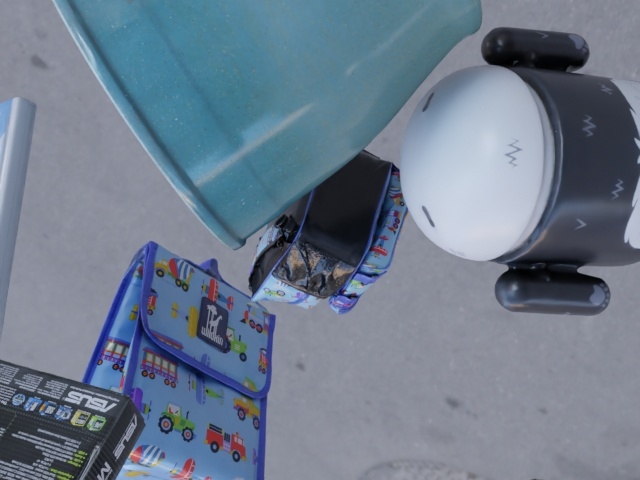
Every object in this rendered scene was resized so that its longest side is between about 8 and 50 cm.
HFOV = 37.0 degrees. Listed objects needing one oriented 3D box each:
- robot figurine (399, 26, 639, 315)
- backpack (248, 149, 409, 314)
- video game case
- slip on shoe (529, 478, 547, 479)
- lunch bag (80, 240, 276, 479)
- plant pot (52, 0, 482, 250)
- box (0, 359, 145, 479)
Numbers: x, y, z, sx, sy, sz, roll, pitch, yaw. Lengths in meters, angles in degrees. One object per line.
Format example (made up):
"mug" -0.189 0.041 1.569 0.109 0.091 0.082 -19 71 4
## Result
"robot figurine" 0.204 -0.062 0.840 0.278 0.209 0.174 2 132 -24
"backpack" 0.000 0.000 0.965 0.116 0.158 0.173 26 142 -8
"video game case" -0.327 -0.006 0.836 0.193 0.213 0.023 -10 159 38
"slip on shoe" 0.077 0.152 0.438 0.041 0.051 0.135 34 142 32
"lunch bag" -0.168 0.158 1.191 0.138 0.293 0.221 -20 140 42
"plant pot" -0.030 -0.173 0.724 0.255 0.272 0.272 -32 120 3
"box" -0.246 0.170 0.660 0.190 0.184 0.045 10 144 21
